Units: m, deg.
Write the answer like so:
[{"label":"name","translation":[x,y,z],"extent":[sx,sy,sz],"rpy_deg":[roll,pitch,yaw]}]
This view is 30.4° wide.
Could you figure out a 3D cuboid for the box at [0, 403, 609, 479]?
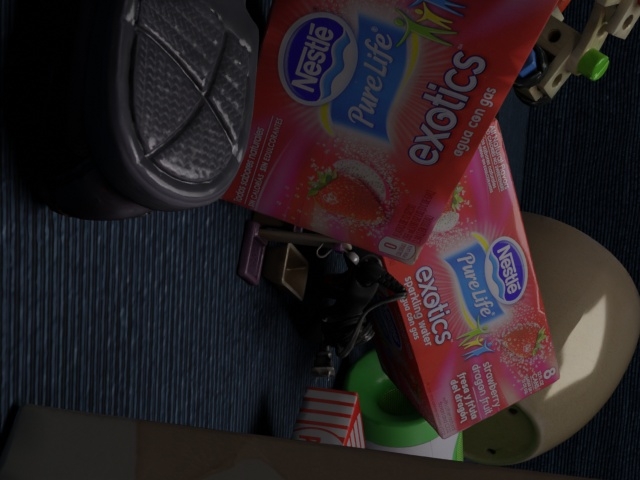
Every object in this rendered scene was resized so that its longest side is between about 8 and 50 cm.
[{"label":"box","translation":[0.008,0.171,0.529],"extent":[0.148,0.311,0.121],"rpy_deg":[74,26,-57]}]

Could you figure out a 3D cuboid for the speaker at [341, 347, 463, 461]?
[{"label":"speaker","translation":[0.090,0.245,1.228],"extent":[0.131,0.131,0.296],"rpy_deg":[-69,159,-44]}]

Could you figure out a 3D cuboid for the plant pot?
[{"label":"plant pot","translation":[0.197,0.134,1.302],"extent":[0.284,0.284,0.191],"rpy_deg":[82,25,-42]}]

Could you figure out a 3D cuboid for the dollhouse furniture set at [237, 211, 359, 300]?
[{"label":"dollhouse furniture set","translation":[0.000,0.000,0.880],"extent":[0.114,0.081,0.091],"rpy_deg":[51,47,-69]}]

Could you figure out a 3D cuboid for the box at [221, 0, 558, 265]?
[{"label":"box","translation":[0.049,-0.143,0.709],"extent":[0.300,0.142,0.154],"rpy_deg":[113,-5,-53]}]

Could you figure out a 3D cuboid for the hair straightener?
[{"label":"hair straightener","translation":[0.024,0.066,0.908],"extent":[0.230,0.047,0.089],"rpy_deg":[149,-47,-74]}]

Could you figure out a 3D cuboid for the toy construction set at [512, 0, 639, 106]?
[{"label":"toy construction set","translation":[0.225,-0.275,1.245],"extent":[0.215,0.328,0.151],"rpy_deg":[-52,137,4]}]

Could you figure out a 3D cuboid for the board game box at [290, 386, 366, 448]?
[{"label":"board game box","translation":[0.002,0.233,0.923],"extent":[0.193,0.045,0.146],"rpy_deg":[81,21,-44]}]

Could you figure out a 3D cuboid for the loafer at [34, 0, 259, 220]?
[{"label":"loafer","translation":[-0.079,-0.151,0.564],"extent":[0.109,0.095,0.302],"rpy_deg":[29,59,-41]}]

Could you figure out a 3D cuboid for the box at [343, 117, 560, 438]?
[{"label":"box","translation":[0.094,0.014,0.969],"extent":[0.128,0.123,0.256],"rpy_deg":[47,-21,60]}]

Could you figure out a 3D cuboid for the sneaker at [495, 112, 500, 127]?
[{"label":"sneaker","translation":[0.106,-0.123,1.144],"extent":[0.341,0.125,0.139],"rpy_deg":[-60,152,-58]}]
